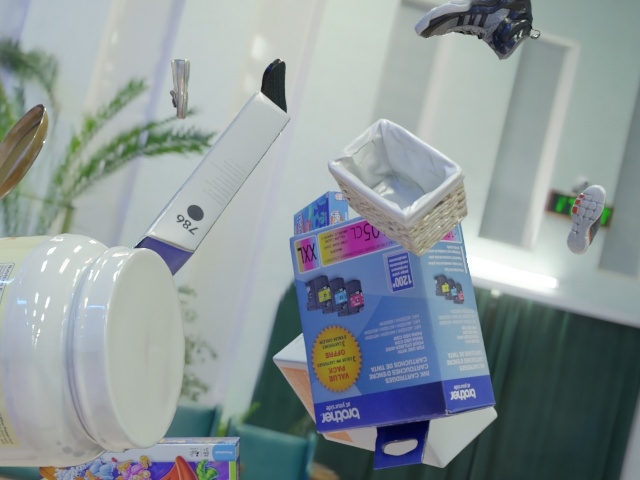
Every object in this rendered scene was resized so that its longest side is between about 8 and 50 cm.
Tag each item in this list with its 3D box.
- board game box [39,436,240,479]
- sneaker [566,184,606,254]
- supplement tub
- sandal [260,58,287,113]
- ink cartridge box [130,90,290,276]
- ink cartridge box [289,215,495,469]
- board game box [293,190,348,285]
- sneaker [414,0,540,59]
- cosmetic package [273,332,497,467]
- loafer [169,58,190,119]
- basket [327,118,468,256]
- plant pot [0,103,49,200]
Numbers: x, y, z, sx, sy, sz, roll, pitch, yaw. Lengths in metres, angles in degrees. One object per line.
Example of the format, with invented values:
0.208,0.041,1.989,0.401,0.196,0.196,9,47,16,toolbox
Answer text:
-0.317,0.471,1.928,0.347,0.233,0.078,-1,-1,1,board game box
0.550,-0.049,2.231,0.061,0.158,0.065,33,36,26,sneaker
-0.325,0.112,1.113,0.325,0.235,0.235,-2,-8,14,supplement tub
-0.088,-0.231,1.804,0.040,0.067,0.179,29,-40,20,sandal
-0.164,-0.034,1.348,0.065,0.332,0.165,40,-39,-7,ink cartridge box
0.115,0.159,1.751,0.270,0.395,0.151,-18,-11,39,ink cartridge box
0.000,0.000,2.254,0.047,0.160,0.210,3,-14,-21,board game box
0.351,-0.464,2.408,0.269,0.153,0.101,-18,-2,10,sneaker
0.113,0.284,2.141,0.230,0.161,0.453,57,-25,-13,cosmetic package
-0.278,-0.297,2.133,0.039,0.125,0.045,3,-14,-2,loafer
0.110,-0.070,1.489,0.167,0.113,0.103,38,-19,38,basket
-0.596,-0.161,2.117,0.032,0.236,0.236,36,-14,-27,plant pot
